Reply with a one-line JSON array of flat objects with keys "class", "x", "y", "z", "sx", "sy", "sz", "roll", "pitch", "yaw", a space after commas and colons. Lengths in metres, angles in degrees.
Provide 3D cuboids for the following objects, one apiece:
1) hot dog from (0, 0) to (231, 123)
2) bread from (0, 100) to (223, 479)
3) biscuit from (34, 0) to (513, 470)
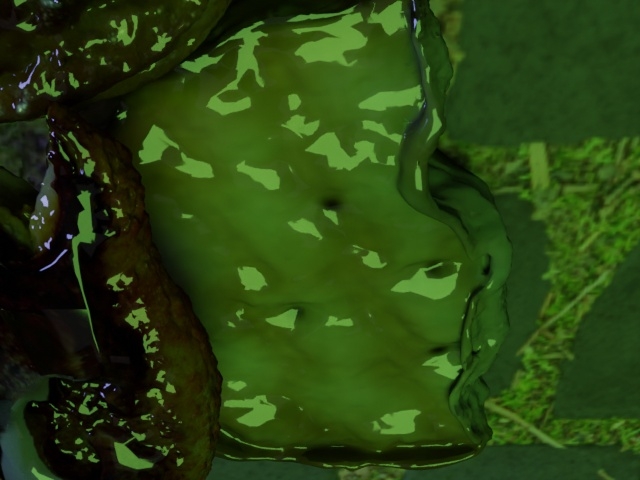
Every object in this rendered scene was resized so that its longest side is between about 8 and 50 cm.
[{"class": "hot dog", "x": -0.135, "y": -0.133, "z": 0.431, "sx": 0.226, "sy": 0.099, "sz": 0.160, "roll": -22, "pitch": 136, "yaw": 13}, {"class": "bread", "x": -0.125, "y": 0.049, "z": 0.512, "sx": 0.139, "sy": 0.095, "sz": 0.269, "roll": -6, "pitch": 119, "yaw": 7}, {"class": "biscuit", "x": 0.000, "y": 0.000, "z": 0.571, "sx": 0.329, "sy": 0.078, "sz": 0.335, "roll": 18, "pitch": 123, "yaw": -17}]
